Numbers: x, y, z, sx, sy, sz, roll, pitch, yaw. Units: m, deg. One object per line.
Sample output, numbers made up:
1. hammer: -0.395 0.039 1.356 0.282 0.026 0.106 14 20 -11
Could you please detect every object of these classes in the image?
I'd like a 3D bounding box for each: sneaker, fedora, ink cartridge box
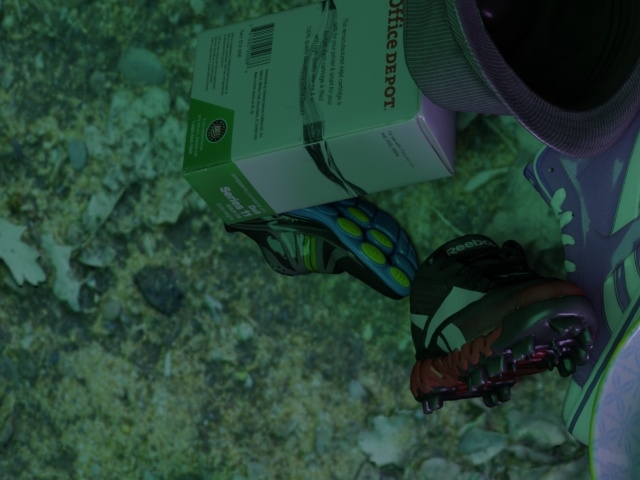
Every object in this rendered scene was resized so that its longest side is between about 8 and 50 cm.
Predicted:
1. sneaker: 0.000 0.000 1.641 0.188 0.067 0.078 26 125 15
2. sneaker: 0.222 0.013 1.538 0.161 0.102 0.282 25 98 25
3. fedora: 0.144 -0.183 1.473 0.124 0.275 0.244 -15 132 46
4. ink cartridge box: 0.003 -0.113 1.570 0.208 0.087 0.153 -11 53 23
5. sneaker: 0.132 0.053 1.505 0.098 0.276 0.135 -4 79 -15

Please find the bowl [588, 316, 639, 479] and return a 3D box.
1. bowl: 0.353 0.164 1.448 0.289 0.156 0.289 -3 77 13
